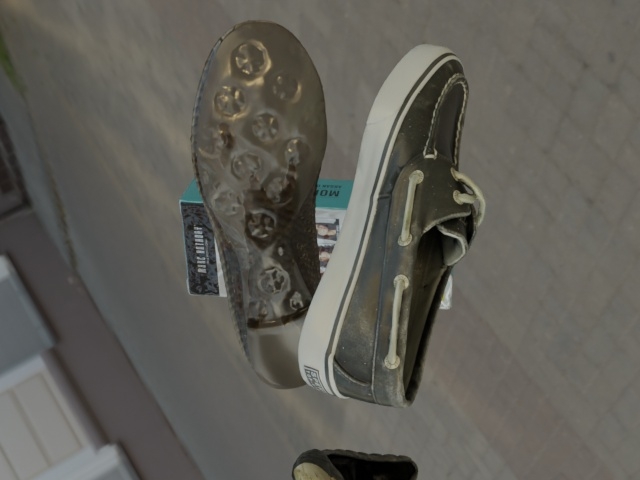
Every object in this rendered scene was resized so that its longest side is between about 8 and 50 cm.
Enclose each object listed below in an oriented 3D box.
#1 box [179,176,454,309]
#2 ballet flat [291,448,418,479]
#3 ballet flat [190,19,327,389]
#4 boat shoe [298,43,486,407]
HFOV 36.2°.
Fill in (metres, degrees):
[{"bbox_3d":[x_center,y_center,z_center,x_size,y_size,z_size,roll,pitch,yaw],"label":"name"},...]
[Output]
[{"bbox_3d":[0.000,0.000,0.890,0.060,0.244,0.101,-72,-17,-60],"label":"box"},{"bbox_3d":[0.023,0.160,0.657,0.057,0.049,0.173,63,-168,15],"label":"ballet flat"},{"bbox_3d":[-0.033,-0.019,0.619,0.058,0.084,0.250,-116,16,-60],"label":"ballet flat"},{"bbox_3d":[0.057,-0.011,0.561,0.070,0.219,0.078,9,163,31],"label":"boat shoe"}]
